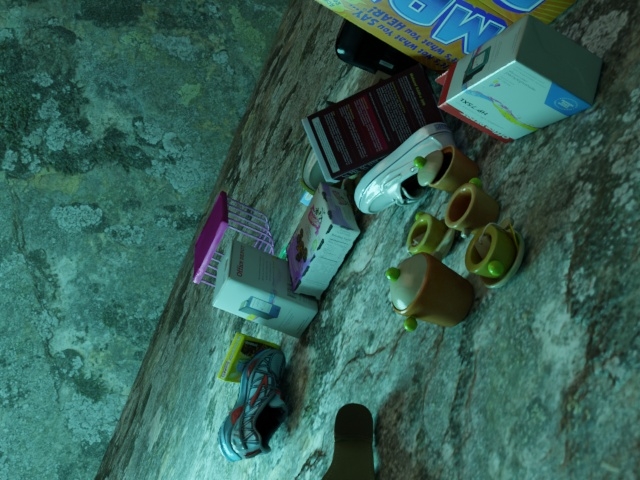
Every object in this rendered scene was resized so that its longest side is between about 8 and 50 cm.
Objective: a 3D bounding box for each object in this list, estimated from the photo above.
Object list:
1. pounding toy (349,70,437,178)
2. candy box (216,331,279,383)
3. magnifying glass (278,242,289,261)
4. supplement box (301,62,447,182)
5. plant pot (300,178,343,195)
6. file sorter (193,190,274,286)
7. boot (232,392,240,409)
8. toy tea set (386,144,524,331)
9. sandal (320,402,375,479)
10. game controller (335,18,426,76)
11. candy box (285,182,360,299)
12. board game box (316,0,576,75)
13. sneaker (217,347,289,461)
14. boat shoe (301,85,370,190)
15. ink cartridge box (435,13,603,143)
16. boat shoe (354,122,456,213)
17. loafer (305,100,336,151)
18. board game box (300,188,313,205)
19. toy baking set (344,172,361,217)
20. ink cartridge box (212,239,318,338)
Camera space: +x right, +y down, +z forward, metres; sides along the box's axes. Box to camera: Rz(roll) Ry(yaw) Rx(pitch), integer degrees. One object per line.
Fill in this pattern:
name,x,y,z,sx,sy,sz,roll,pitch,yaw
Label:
pounding toy,0.100,-0.218,1.380,0.094,0.181,0.205,3,-67,-86
candy box,-0.155,0.265,1.555,0.105,0.027,0.206,-65,-23,-5
magnifying glass,-0.097,0.095,1.818,0.092,0.026,0.230,-51,23,36
supplement box,0.101,-0.211,1.298,0.240,0.130,0.073,-22,-4,15
plant pot,0.001,-0.145,1.664,0.081,0.083,0.081,-11,60,69
file sorter,-0.255,0.015,2.113,0.202,0.182,0.290,-61,17,15
boot,-0.184,0.434,1.564,0.137,0.077,0.198,-61,5,27
toy tea set,0.169,-0.022,1.054,0.200,0.124,0.336,-56,20,28
sandal,0.040,0.360,1.042,0.240,0.088,0.079,-75,-12,-49
game controller,0.145,-0.413,1.429,0.067,0.319,0.166,44,113,28
candy box,0.000,0.000,1.544,0.196,0.070,0.164,-61,24,29
board game box,0.237,-0.552,1.178,0.356,0.357,0.356,-36,34,55
sneaker,-0.106,0.337,1.457,0.125,0.104,0.261,-11,42,33
boat shoe,0.075,-0.223,1.548,0.302,0.113,0.103,-50,33,6
ink cartridge box,0.267,-0.216,1.017,0.231,0.134,0.077,-22,46,66
boat shoe,0.149,-0.106,1.273,0.258,0.095,0.084,-48,51,49
loafer,0.002,-0.297,1.857,0.170,0.061,0.062,-51,16,31
board game box,0.011,-0.201,1.845,0.160,0.039,0.211,-55,13,29
toy baking set,0.063,-0.105,1.630,0.256,0.030,0.196,-24,47,65
ink cartridge box,-0.121,0.105,1.564,0.093,0.213,0.154,-56,20,27
